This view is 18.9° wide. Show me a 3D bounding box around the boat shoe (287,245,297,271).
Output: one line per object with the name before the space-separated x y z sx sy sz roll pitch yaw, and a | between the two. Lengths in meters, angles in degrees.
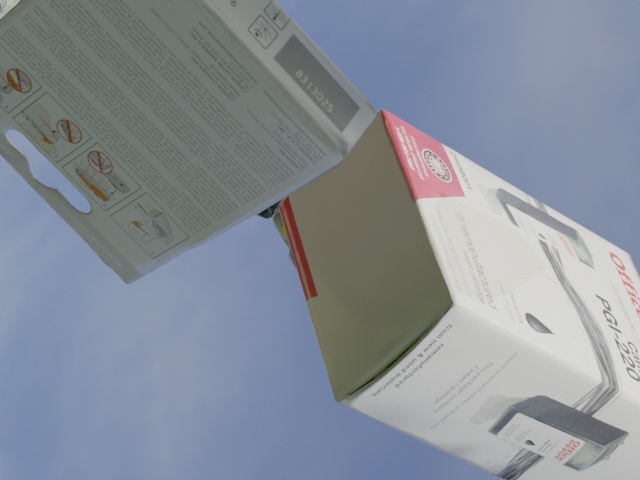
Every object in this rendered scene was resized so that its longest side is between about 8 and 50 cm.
boat shoe | 0.000 0.000 1.215 0.049 0.043 0.137 -39 159 -2

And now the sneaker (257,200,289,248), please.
sneaker | -0.011 -0.063 1.485 0.107 0.275 0.110 -20 -142 19

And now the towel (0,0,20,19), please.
towel | -0.227 -0.274 1.109 0.056 0.312 0.324 38 -75 32

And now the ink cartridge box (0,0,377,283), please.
ink cartridge box | -0.080 -0.066 0.884 0.179 0.145 0.045 -27 -159 49

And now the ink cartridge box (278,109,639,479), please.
ink cartridge box | 0.098 0.046 1.054 0.092 0.218 0.158 -42 -140 23
